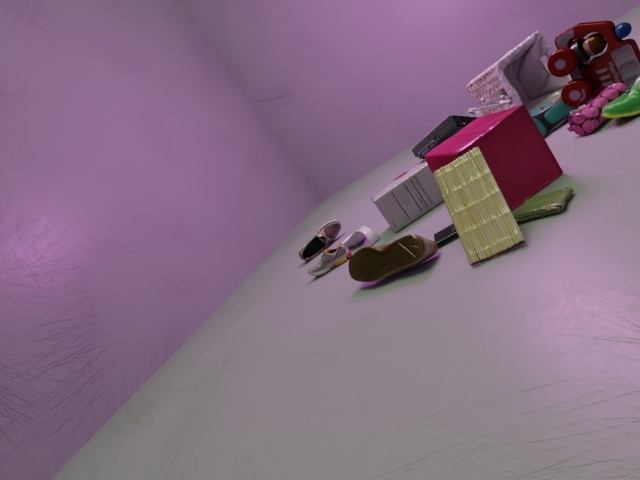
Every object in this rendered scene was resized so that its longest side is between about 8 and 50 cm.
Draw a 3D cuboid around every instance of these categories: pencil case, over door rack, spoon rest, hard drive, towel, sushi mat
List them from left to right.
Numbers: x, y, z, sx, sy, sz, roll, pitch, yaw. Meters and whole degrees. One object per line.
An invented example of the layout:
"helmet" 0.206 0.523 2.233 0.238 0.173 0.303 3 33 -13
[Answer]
"spoon rest" 0.183 -0.024 2.023 0.137 0.084 0.276 -39 12 -17
"hard drive" 0.437 -0.031 1.405 0.135 0.022 0.094 -32 12 21
"hard drive" 0.592 -0.450 1.881 0.339 0.064 0.237 -11 -20 -38
"sushi mat" 0.420 -0.097 1.163 0.152 0.316 0.019 -32 -34 31
"over door rack" 0.773 -0.550 2.069 0.324 0.108 0.239 -153 75 -78
"towel" 0.599 -0.094 1.159 0.110 0.027 0.148 -42 11 -34
"pencil case" 0.941 -0.445 1.452 0.209 0.095 0.098 -36 -5 -11

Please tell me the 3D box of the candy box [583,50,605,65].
"candy box" 1.089 -0.681 1.707 0.165 0.196 0.070 -42 12 -32

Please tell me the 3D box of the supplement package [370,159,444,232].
"supplement package" 0.391 -0.199 1.873 0.293 0.175 0.177 -34 10 7

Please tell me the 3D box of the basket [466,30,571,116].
"basket" 0.972 -0.766 2.110 0.331 0.328 0.266 -39 9 -12

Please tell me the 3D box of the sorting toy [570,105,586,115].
"sorting toy" 0.961 -0.453 1.554 0.083 0.044 0.075 -14 34 36

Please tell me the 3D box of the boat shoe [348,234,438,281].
"boat shoe" 0.234 0.069 1.434 0.110 0.121 0.341 4 -16 -40

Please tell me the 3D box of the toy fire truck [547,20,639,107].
"toy fire truck" 0.994 -0.643 1.533 0.169 0.302 0.254 -37 12 -31

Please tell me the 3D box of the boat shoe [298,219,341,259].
"boat shoe" 0.003 0.003 2.428 0.305 0.109 0.091 -42 11 0

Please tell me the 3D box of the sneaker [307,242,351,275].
"sneaker" 0.032 0.087 1.992 0.225 0.092 0.088 -33 11 17

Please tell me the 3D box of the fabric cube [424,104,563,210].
"fabric cube" 0.543 -0.244 1.382 0.259 0.254 0.258 -36 12 -1

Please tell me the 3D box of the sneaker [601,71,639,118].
"sneaker" 1.000 -0.480 1.308 0.296 0.123 0.109 -33 11 18

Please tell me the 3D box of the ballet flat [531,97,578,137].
"ballet flat" 0.884 -0.459 1.719 0.316 0.107 0.106 -30 -9 6

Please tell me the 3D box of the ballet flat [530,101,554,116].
"ballet flat" 0.978 -0.550 1.841 0.070 0.070 0.188 -36 6 3
